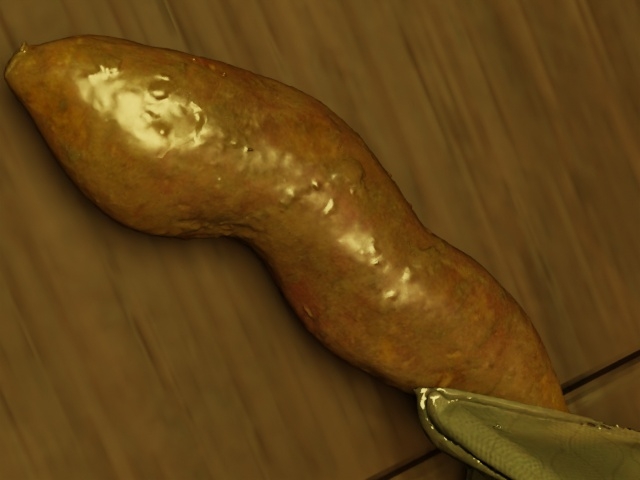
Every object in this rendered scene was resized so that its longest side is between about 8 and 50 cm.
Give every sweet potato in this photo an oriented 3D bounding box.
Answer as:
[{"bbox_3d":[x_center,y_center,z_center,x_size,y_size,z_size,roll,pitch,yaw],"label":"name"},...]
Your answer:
[{"bbox_3d":[0.001,-0.003,0.549,0.218,0.051,0.065,33,83,-17],"label":"sweet potato"}]

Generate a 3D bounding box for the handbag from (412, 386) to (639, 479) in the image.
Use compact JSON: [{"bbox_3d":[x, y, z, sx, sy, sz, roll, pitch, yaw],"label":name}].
[{"bbox_3d":[0.079,0.176,0.548,0.182,0.117,0.270,18,87,-13],"label":"handbag"}]
